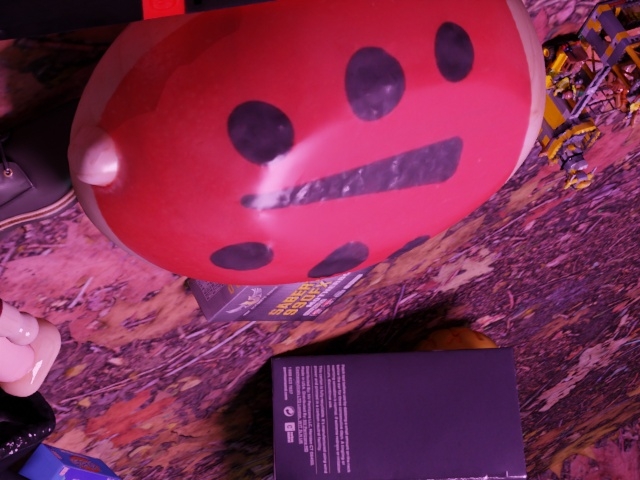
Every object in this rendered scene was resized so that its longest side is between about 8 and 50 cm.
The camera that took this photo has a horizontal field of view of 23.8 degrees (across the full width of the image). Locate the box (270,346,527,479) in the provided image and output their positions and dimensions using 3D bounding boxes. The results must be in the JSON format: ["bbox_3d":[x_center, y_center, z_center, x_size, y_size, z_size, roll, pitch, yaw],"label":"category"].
[{"bbox_3d":[0.093,0.287,2.015,0.312,0.179,0.343,-1,155,-1],"label":"box"}]

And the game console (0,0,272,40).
[{"bbox_3d":[-0.090,-0.245,0.878,0.341,0.060,0.386,-9,158,-8],"label":"game console"}]

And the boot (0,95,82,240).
[{"bbox_3d":[-0.258,-0.058,1.145,0.198,0.077,0.137,-37,151,14],"label":"boot"}]

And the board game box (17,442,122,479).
[{"bbox_3d":[-0.351,0.350,1.834,0.210,0.047,0.160,-52,156,0],"label":"board game box"}]

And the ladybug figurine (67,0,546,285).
[{"bbox_3d":[0.014,-0.091,1.185,0.449,0.162,0.305,-19,133,-34],"label":"ladybug figurine"}]

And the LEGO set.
[{"bbox_3d":[0.392,-0.141,1.583,0.331,0.192,0.255,-13,152,-34],"label":"LEGO set"}]

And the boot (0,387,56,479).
[{"bbox_3d":[-0.338,0.243,1.615,0.246,0.094,0.207,20,131,-40],"label":"boot"}]

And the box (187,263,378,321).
[{"bbox_3d":[0.000,0.000,1.591,0.231,0.056,0.183,-42,155,27],"label":"box"}]

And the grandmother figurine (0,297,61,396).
[{"bbox_3d":[-0.336,0.053,1.224,0.207,0.104,0.342,-9,161,6],"label":"grandmother figurine"}]

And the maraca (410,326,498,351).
[{"bbox_3d":[0.165,0.175,2.114,0.185,0.099,0.127,-12,170,19],"label":"maraca"}]
